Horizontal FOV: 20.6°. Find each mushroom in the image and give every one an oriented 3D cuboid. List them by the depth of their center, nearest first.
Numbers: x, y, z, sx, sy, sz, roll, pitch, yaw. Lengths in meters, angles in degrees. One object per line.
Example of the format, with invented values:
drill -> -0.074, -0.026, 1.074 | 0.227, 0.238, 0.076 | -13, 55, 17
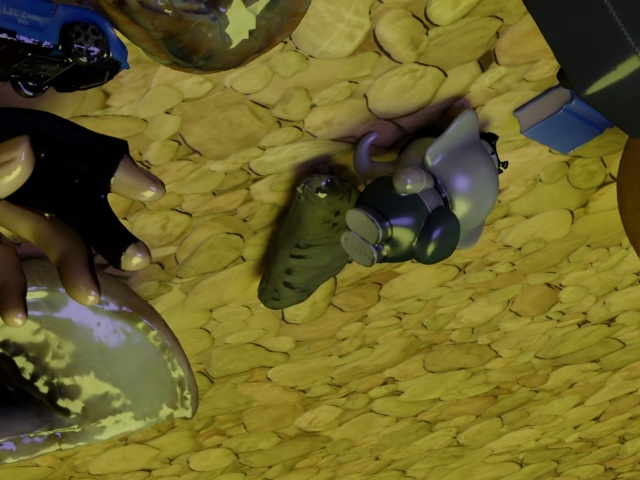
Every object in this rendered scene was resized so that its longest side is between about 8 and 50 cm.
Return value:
mushroom -> -0.293, 0.108, 1.654 | 0.292, 0.212, 0.217 | -24, -158, -13

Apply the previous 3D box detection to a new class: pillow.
pillow -> 0.001, -0.001, 1.692 | 0.093, 0.051, 0.241 | -13, 153, -20

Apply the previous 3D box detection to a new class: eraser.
eraser -> 0.227, -0.113, 1.633 | 0.063, 0.027, 0.084 | -32, 151, 27

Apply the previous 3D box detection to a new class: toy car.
toy car -> -0.231, -0.145, 1.202 | 0.216, 0.063, 0.103 | 6, 165, -35

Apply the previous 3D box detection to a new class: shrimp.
shrimp -> -0.084, -0.180, 1.247 | 0.145, 0.059, 0.254 | -27, 154, 14

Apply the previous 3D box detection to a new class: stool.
stool -> 0.216, -0.193, 1.231 | 0.141, 0.232, 0.232 | -30, 153, 20

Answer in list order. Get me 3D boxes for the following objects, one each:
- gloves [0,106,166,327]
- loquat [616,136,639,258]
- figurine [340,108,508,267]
gloves -> -0.267, -0.026, 1.327 | 0.301, 0.152, 0.197 | 6, 163, 7
loquat -> 0.407, -0.047, 1.596 | 0.274, 0.275, 0.275 | -15, 156, -7
figurine -> 0.096, -0.044, 1.583 | 0.192, 0.126, 0.147 | -30, 138, -35
